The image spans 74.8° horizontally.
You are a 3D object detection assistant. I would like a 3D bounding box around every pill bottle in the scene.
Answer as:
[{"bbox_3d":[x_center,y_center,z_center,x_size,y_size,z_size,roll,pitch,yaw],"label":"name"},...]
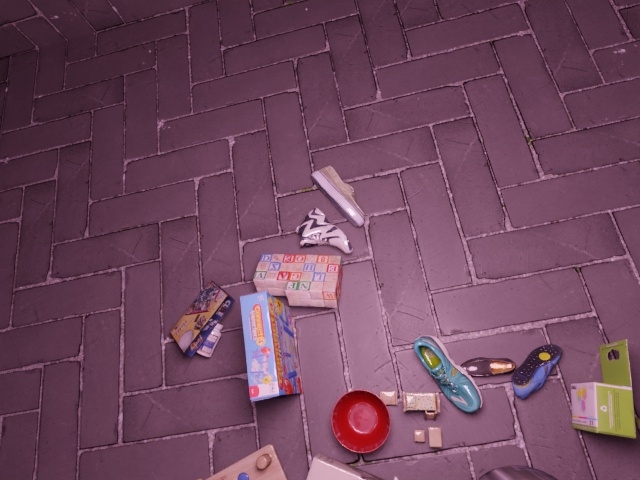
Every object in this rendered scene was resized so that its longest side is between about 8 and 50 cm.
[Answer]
[{"bbox_3d":[-0.402,0.355,1.520,0.067,0.067,0.120,20,76,16],"label":"pill bottle"}]

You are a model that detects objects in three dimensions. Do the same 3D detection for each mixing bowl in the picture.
[{"bbox_3d":[0.132,0.568,1.332,0.182,0.098,0.181,-3,72,9],"label":"mixing bowl"}]

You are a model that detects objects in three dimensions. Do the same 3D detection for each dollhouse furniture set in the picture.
[{"bbox_3d":[0.279,0.556,1.307,0.182,0.101,0.160,-3,71,9],"label":"dollhouse furniture set"}]

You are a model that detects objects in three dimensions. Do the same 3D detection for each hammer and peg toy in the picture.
[{"bbox_3d":[-0.259,0.832,1.297,0.362,0.127,0.265,-28,69,0],"label":"hammer and peg toy"}]

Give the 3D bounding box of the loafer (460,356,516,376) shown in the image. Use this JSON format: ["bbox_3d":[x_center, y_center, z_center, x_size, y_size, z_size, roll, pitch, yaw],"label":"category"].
[{"bbox_3d":[0.533,0.401,1.335,0.170,0.061,0.062,-11,71,7],"label":"loafer"}]

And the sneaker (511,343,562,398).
[{"bbox_3d":[0.679,0.410,1.314,0.209,0.082,0.069,-35,26,-17],"label":"sneaker"}]

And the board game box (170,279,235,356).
[{"bbox_3d":[-0.431,0.277,1.523,0.243,0.042,0.165,-53,38,-9],"label":"board game box"}]

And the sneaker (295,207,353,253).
[{"bbox_3d":[0.000,0.000,1.555,0.153,0.094,0.235,-42,69,-4],"label":"sneaker"}]

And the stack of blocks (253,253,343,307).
[{"bbox_3d":[-0.079,0.139,1.488,0.298,0.087,0.171,1,43,11],"label":"stack of blocks"}]

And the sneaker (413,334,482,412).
[{"bbox_3d":[0.388,0.424,1.320,0.107,0.110,0.275,-47,65,17],"label":"sneaker"}]

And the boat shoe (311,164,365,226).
[{"bbox_3d":[0.080,-0.180,1.596,0.094,0.109,0.302,-37,66,-6],"label":"boat shoe"}]

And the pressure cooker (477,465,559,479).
[{"bbox_3d":[0.542,0.773,1.016,0.370,0.420,0.375,-32,69,-2],"label":"pressure cooker"}]

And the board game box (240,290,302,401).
[{"bbox_3d":[-0.154,0.347,1.352,0.086,0.302,0.308,-12,70,6],"label":"board game box"}]

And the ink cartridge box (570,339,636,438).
[{"bbox_3d":[0.806,0.421,1.212,0.097,0.188,0.255,4,71,13],"label":"ink cartridge box"}]

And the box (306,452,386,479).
[{"bbox_3d":[0.099,0.749,1.271,0.275,0.113,0.094,16,75,14],"label":"box"}]
